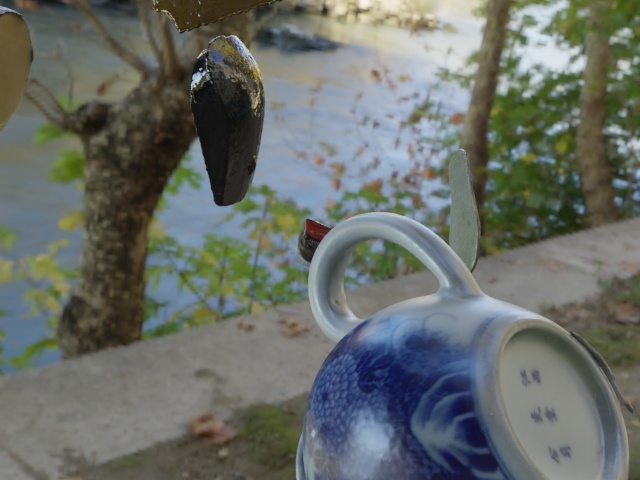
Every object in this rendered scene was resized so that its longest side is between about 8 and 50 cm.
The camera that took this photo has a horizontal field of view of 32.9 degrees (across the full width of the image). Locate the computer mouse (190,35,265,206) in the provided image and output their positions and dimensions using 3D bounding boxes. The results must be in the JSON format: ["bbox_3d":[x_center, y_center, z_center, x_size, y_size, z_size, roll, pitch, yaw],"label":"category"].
[{"bbox_3d":[-0.138,-0.199,1.810,0.087,0.295,0.168,1,27,18],"label":"computer mouse"}]

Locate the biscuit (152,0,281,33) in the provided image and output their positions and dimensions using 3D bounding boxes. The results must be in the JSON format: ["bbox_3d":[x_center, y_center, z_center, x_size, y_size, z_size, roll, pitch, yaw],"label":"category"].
[{"bbox_3d":[-0.135,-0.404,1.456,0.232,0.237,0.013,-13,-17,22],"label":"biscuit"}]

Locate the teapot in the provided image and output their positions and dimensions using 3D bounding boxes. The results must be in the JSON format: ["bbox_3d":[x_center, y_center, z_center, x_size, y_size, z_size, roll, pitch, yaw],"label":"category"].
[{"bbox_3d":[0.086,0.176,0.856,0.252,0.280,0.424,-2,66,-44],"label":"teapot"}]

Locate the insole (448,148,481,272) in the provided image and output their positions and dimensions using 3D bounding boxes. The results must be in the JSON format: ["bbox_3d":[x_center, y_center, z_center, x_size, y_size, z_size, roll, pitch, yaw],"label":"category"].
[{"bbox_3d":[0.194,-0.040,1.479,0.010,0.063,0.192,14,57,-26],"label":"insole"}]

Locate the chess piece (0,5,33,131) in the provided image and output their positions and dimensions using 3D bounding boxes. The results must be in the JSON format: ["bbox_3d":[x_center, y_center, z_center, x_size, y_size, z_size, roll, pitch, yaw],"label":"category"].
[{"bbox_3d":[-0.463,-0.210,0.987,0.397,0.117,0.117,20,21,12],"label":"chess piece"}]

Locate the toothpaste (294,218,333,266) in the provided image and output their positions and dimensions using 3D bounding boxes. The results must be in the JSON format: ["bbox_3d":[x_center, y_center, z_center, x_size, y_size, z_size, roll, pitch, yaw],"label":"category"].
[{"bbox_3d":[0.000,0.000,1.361,0.071,0.045,0.193,23,-10,-7],"label":"toothpaste"}]
